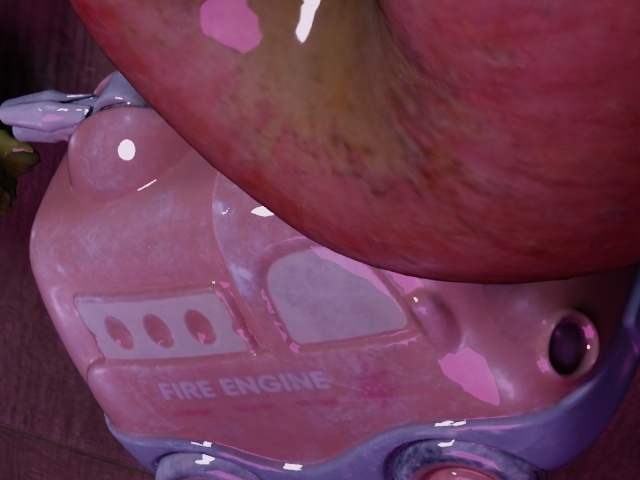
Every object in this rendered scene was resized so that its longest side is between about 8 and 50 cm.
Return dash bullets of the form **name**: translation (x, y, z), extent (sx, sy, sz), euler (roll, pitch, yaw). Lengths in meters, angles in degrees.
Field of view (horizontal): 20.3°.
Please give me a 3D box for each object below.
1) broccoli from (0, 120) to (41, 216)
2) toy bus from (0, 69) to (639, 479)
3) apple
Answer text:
- **broccoli**: translation (-0.254, -0.074, 0.867), extent (0.302, 0.186, 0.254), euler (4, 135, 26)
- **toy bus**: translation (0.000, 0.000, 0.853), extent (0.294, 0.197, 0.232), euler (-8, 132, 32)
- **apple**: translation (0.059, -0.160, 0.578), extent (0.345, 0.269, 0.344), euler (30, 152, 18)
